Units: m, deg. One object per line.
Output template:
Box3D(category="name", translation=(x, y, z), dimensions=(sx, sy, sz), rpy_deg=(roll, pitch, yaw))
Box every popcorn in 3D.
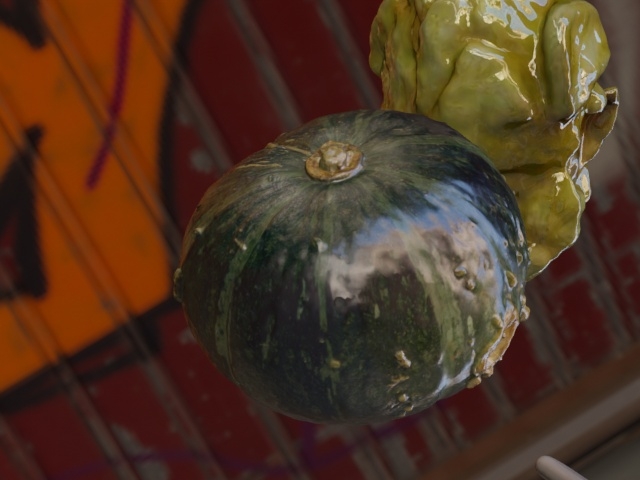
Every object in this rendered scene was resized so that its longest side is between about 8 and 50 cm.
Box3D(category="popcorn", translation=(0.175, -0.148, 1.873), dimensions=(0.294, 0.292, 0.334), rpy_deg=(-1, -53, 30))

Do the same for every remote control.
Box3D(category="remote control", translation=(0.268, 0.238, 1.438), dimensions=(0.067, 0.029, 0.261), rpy_deg=(33, -1, -30))

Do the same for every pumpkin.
Box3D(category="pumpkin", translation=(0.020, 0.014, 0.941), dimensions=(0.190, 0.190, 0.146), rpy_deg=(52, -7, 46))
